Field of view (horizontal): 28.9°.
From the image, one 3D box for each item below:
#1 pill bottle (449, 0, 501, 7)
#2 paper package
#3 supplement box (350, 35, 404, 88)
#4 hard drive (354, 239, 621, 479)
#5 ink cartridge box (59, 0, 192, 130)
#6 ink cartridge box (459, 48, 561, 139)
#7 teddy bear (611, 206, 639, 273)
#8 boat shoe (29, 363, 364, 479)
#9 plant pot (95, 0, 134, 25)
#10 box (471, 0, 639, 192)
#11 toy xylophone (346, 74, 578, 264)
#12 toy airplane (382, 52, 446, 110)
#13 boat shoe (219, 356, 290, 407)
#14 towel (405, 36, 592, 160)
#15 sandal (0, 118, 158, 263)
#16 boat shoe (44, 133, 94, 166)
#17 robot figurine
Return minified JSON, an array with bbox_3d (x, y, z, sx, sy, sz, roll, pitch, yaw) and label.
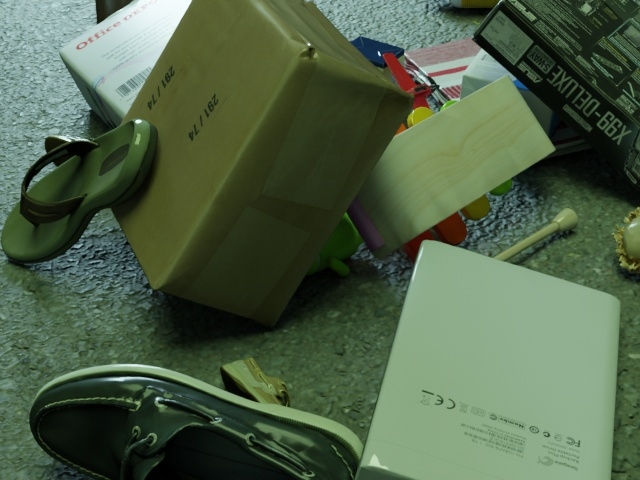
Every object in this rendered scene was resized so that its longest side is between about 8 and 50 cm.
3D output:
[{"bbox_3d":[0.267,-0.437,2.061,0.184,0.103,0.103,2,36,7],"label":"pill bottle"},{"bbox_3d":[-0.089,-0.118,1.444,0.168,0.325,0.309,20,21,-34],"label":"paper package"},{"bbox_3d":[0.076,-0.244,1.827,0.083,0.083,0.056,22,43,32],"label":"supplement box"},{"bbox_3d":[0.182,0.148,1.262,0.233,0.047,0.353,17,39,3],"label":"hard drive"},{"bbox_3d":[-0.218,-0.230,1.770,0.201,0.117,0.278,-35,44,-12],"label":"ink cartridge box"},{"bbox_3d":[0.294,-0.237,1.744,0.134,0.078,0.231,16,39,19],"label":"ink cartridge box"},{"bbox_3d":[0.515,-0.006,1.456,0.338,0.113,0.245,-30,37,-20],"label":"teddy bear"},{"bbox_3d":[-0.132,0.210,1.181,0.340,0.127,0.113,14,26,8],"label":"boat shoe"},{"bbox_3d":[-0.287,-0.367,1.965,0.167,0.165,0.167,-3,35,2],"label":"plant pot"},{"bbox_3d":[0.381,-0.231,1.646,0.307,0.076,0.242,43,43,6],"label":"box"},{"bbox_3d":[0.177,-0.074,1.530,0.322,0.081,0.236,-21,82,-30],"label":"toy xylophone"},{"bbox_3d":[0.115,-0.202,1.735,0.151,0.028,0.151,14,57,-23],"label":"toy airplane"},{"bbox_3d":[-0.056,0.162,1.304,0.045,0.050,0.135,-28,42,-21],"label":"boat shoe"},{"bbox_3d":[0.293,-0.213,1.809,0.237,0.037,0.329,-15,39,-18],"label":"towel"},{"bbox_3d":[-0.305,-0.071,1.490,0.086,0.303,0.120,20,53,-35],"label":"sandal"},{"bbox_3d":[-0.310,-0.112,1.713,0.152,0.056,0.049,24,38,19],"label":"boat shoe"},{"bbox_3d":[0.000,0.000,1.509,0.115,0.067,0.101,-25,52,-26],"label":"robot figurine"}]
